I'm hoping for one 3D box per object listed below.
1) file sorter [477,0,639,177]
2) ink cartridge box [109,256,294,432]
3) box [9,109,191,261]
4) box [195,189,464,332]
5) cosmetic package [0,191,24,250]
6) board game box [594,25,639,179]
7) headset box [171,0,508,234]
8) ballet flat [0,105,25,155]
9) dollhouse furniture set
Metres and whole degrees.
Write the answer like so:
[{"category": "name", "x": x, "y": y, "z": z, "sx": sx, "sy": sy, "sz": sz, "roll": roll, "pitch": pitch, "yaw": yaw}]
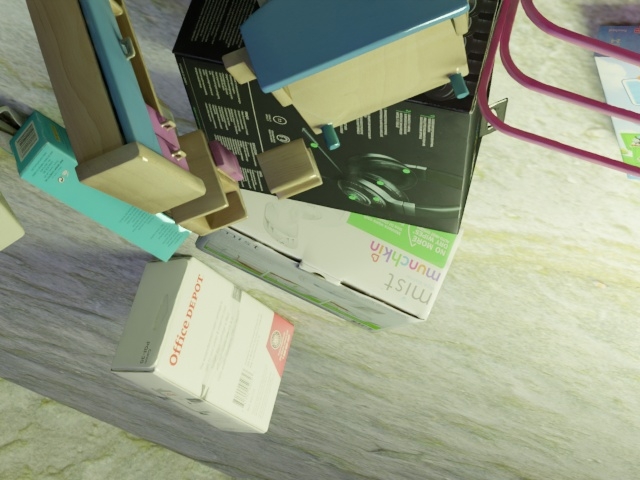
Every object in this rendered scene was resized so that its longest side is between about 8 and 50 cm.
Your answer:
[{"category": "file sorter", "x": 0.234, "y": -0.183, "z": 0.708, "sx": 0.202, "sy": 0.182, "sz": 0.291, "roll": 16, "pitch": 158, "yaw": 2}, {"category": "ink cartridge box", "x": -0.191, "y": 0.178, "z": 1.852, "sx": 0.117, "sy": 0.207, "sz": 0.283, "roll": -5, "pitch": 149, "yaw": 40}, {"category": "box", "x": -0.289, "y": -0.069, "z": 1.459, "sx": 0.244, "sy": 0.060, "sz": 0.100, "roll": 34, "pitch": -167, "yaw": -37}, {"category": "box", "x": 0.000, "y": 0.000, "z": 1.308, "sx": 0.262, "sy": 0.127, "sz": 0.231, "roll": 26, "pitch": 167, "yaw": -6}, {"category": "cosmetic package", "x": -0.526, "y": -0.097, "z": 1.467, "sx": 0.160, "sy": 0.113, "sz": 0.309, "roll": 52, "pitch": 172, "yaw": 25}, {"category": "board game box", "x": 0.343, "y": -0.116, "z": 0.986, "sx": 0.160, "sy": 0.039, "sz": 0.211, "roll": 6, "pitch": 155, "yaw": 27}, {"category": "headset box", "x": 0.032, "y": -0.134, "z": 1.040, "sx": 0.283, "sy": 0.131, "sz": 0.246, "roll": 12, "pitch": 157, "yaw": 10}, {"category": "ballet flat", "x": -0.433, "y": -0.167, "z": 1.422, "sx": 0.052, "sy": 0.057, "sz": 0.168, "roll": -31, "pitch": 140, "yaw": 23}, {"category": "dollhouse furniture set", "x": -0.028, "y": -0.166, "z": 0.827, "sx": 0.303, "sy": 0.198, "sz": 0.286, "roll": -21, "pitch": 168, "yaw": 9}]
